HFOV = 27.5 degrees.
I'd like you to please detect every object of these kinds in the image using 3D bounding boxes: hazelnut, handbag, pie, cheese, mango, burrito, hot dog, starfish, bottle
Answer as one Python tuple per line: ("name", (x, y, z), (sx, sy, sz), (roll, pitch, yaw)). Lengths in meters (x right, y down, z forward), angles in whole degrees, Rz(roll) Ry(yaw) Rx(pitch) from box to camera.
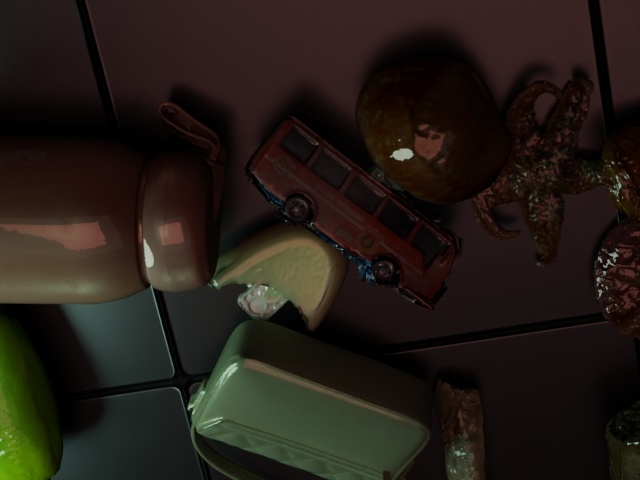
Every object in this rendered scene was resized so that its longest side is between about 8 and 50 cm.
("hazelnut", (0.105, -0.103, 1.268), (0.143, 0.143, 0.154), (-36, 115, 16))
("handbag", (-0.018, 0.206, 1.420), (0.256, 0.079, 0.219), (22, 128, -10))
("pie", (0.356, 0.034, 1.347), (0.154, 0.036, 0.154), (2, 112, 5))
("cheese", (0.000, 0.000, 1.357), (0.127, 0.050, 0.235), (43, 101, -10))
("mango", (-0.355, 0.167, 1.419), (0.125, 0.111, 0.233), (-20, 107, 7))
("burrito", (0.158, 0.230, 1.432), (0.051, 0.042, 0.171), (5, 109, 35))
("hot dog", (0.337, -0.079, 1.279), (0.147, 0.065, 0.099), (-33, 107, -13))
("starfish", (0.227, -0.068, 1.321), (0.150, 0.053, 0.210), (-2, 116, 13))
("bottle", (-0.245, -0.037, 1.307), (0.296, 0.173, 0.206), (1, 77, 5))

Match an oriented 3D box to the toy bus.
("toy bus", (0.034, -0.025, 1.296), (0.235, 0.073, 0.096), (35, 88, -9))

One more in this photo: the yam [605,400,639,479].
("yam", (0.377, 0.277, 1.390), (0.129, 0.128, 0.238), (-26, 116, -22))
